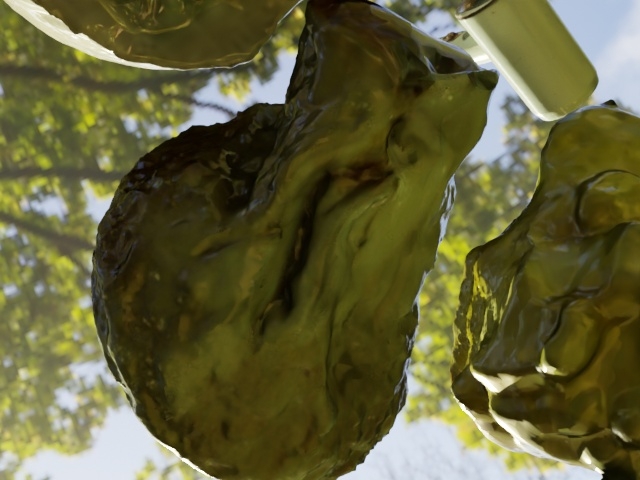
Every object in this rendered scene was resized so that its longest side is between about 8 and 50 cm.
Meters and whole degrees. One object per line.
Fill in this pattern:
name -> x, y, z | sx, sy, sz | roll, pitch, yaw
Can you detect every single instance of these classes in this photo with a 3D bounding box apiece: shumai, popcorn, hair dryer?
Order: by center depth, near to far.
popcorn -> 0.130, 0.033, 0.553 | 0.173, 0.173, 0.142 | 17, -78, -46
shumai -> 0.000, 0.000, 0.828 | 0.222, 0.271, 0.204 | 13, -29, -34
hair dryer -> 0.144, -0.168, 1.337 | 0.073, 0.236, 0.131 | -48, -70, -23

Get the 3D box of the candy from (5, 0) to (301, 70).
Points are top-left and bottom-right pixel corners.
candy -> -0.126, -0.323, 1.038 | 0.386, 0.186, 0.427 | -41, -51, 21
